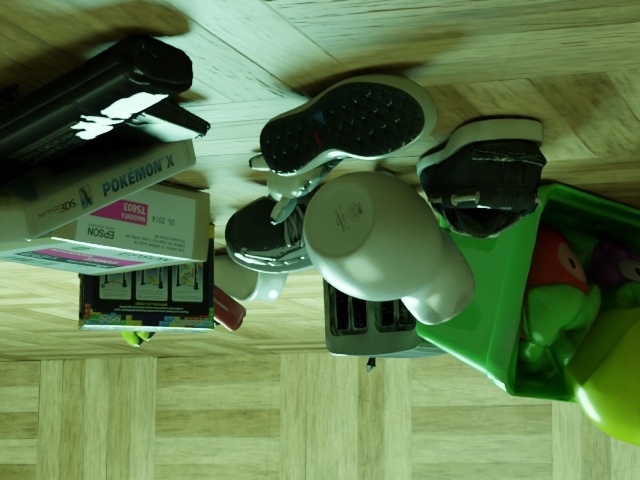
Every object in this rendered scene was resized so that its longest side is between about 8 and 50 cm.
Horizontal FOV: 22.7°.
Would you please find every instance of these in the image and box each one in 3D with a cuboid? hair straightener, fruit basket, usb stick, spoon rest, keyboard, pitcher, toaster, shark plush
[{"bbox_3d":[-0.208,0.055,2.200,0.230,0.047,0.089,33,167,-35],"label":"hair straightener"},{"bbox_3d":[0.346,0.097,1.879,0.392,0.282,0.392,12,180,0],"label":"fruit basket"},{"bbox_3d":[-0.213,-0.102,1.311,0.077,0.045,0.278,8,159,-44],"label":"usb stick"},{"bbox_3d":[-0.104,0.054,2.273,0.137,0.084,0.276,4,169,-17],"label":"spoon rest"},{"bbox_3d":[-0.280,-0.109,1.451,0.317,0.033,0.201,-5,170,27],"label":"keyboard"},{"bbox_3d":[0.061,-0.015,1.635,0.125,0.177,0.207,-34,150,18],"label":"pitcher"},{"bbox_3d":[0.097,0.080,2.114,0.168,0.185,0.110,-6,173,39],"label":"toaster"},{"bbox_3d":[-0.009,-0.083,1.621,0.067,0.073,0.161,-17,162,-40],"label":"shark plush"}]

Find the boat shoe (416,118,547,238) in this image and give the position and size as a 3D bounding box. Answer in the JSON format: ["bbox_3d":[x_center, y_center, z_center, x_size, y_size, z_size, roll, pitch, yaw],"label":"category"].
[{"bbox_3d":[0.157,-0.047,1.610,0.114,0.091,0.302,1,171,0],"label":"boat shoe"}]

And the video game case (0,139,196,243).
[{"bbox_3d":[-0.329,-0.042,1.504,0.329,0.036,0.300,-3,-167,25],"label":"video game case"}]

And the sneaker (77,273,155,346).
[{"bbox_3d":[-0.290,0.060,2.292,0.121,0.111,0.300,50,168,-16],"label":"sneaker"}]

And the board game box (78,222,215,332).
[{"bbox_3d":[-0.222,0.045,2.039,0.170,0.141,0.048,4,169,-18],"label":"board game box"}]

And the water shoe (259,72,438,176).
[{"bbox_3d":[0.033,-0.109,1.381,0.203,0.072,0.080,-10,-167,45],"label":"water shoe"}]

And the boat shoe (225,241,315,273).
[{"bbox_3d":[0.000,0.000,1.982,0.229,0.080,0.076,-9,168,10],"label":"boat shoe"}]

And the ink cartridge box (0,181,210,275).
[{"bbox_3d":[-0.274,-0.021,1.808,0.193,0.088,0.235,-6,168,41],"label":"ink cartridge box"}]

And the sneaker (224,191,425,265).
[{"bbox_3d":[0.012,-0.032,1.786,0.229,0.086,0.132,-7,168,-16],"label":"sneaker"}]
